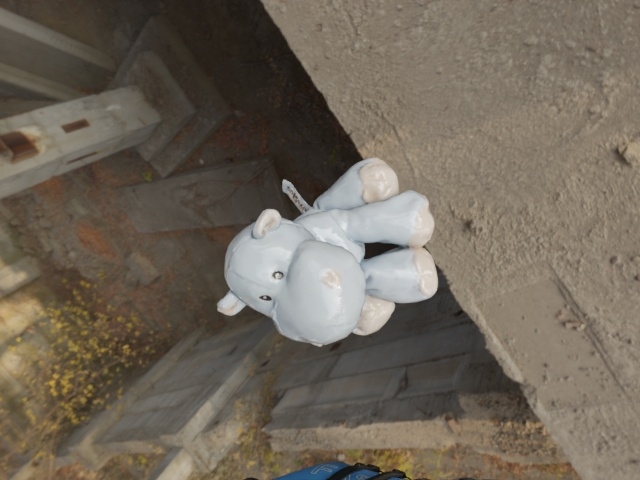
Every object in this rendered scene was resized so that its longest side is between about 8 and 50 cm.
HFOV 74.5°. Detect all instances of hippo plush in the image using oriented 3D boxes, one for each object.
[{"bbox_3d":[0.000,0.000,0.536,0.294,0.236,0.235,36,110,20],"label":"hippo plush"}]

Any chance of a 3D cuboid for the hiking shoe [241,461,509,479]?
[{"bbox_3d":[0.060,0.215,0.326,0.303,0.132,0.113,0,96,-5],"label":"hiking shoe"}]
